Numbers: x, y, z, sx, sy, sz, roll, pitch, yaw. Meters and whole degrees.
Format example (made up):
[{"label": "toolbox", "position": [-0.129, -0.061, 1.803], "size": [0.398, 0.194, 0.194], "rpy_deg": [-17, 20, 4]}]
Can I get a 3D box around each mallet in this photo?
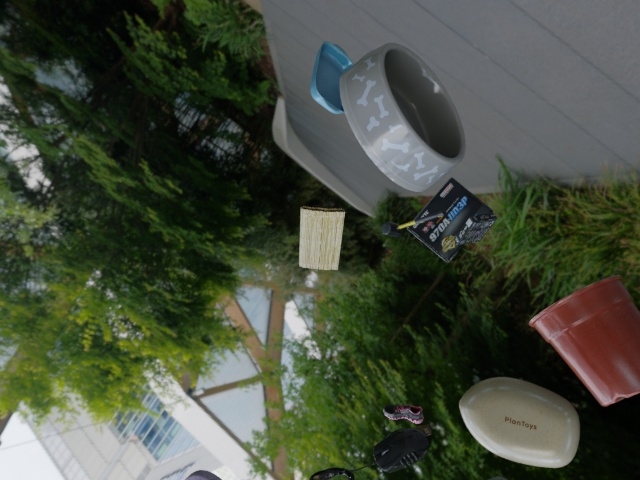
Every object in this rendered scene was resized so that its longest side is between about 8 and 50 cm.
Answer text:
[{"label": "mallet", "position": [0.244, -0.049, 1.137], "size": [0.062, 0.039, 0.190], "rpy_deg": [7, 161, -35]}]

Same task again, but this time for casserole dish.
[{"label": "casserole dish", "position": [0.026, -0.376, 0.994], "size": [0.114, 0.188, 0.037], "rpy_deg": [26, 152, -34]}]

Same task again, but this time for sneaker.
[{"label": "sneaker", "position": [0.247, 0.501, 1.256], "size": [0.120, 0.057, 0.047], "rpy_deg": [6, -142, 6]}]

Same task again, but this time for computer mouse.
[{"label": "computer mouse", "position": [0.092, 0.410, 0.795], "size": [0.071, 0.242, 0.041], "rpy_deg": [-122, 14, -58]}]

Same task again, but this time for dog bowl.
[{"label": "dog bowl", "position": [0.202, -0.288, 0.966], "size": [0.349, 0.102, 0.348], "rpy_deg": [23, -126, -36]}]

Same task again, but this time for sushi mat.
[{"label": "sushi mat", "position": [0.000, 0.000, 1.529], "size": [0.152, 0.316, 0.019], "rpy_deg": [5, -132, 0]}]

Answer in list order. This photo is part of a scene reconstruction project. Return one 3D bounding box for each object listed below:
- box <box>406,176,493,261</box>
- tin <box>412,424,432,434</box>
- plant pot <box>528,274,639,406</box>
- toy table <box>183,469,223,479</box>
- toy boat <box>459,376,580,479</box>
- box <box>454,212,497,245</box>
[{"label": "box", "position": [0.418, -0.066, 1.384], "size": [0.175, 0.220, 0.051], "rpy_deg": [41, -174, 4]}, {"label": "tin", "position": [0.340, 0.703, 1.540], "size": [0.190, 0.106, 0.040], "rpy_deg": [30, -149, -54]}, {"label": "plant pot", "position": [0.764, 0.277, 1.139], "size": [0.272, 0.272, 0.265], "rpy_deg": [30, -149, -54]}, {"label": "toy table", "position": [-0.279, 0.706, 0.976], "size": [0.274, 0.252, 0.161], "rpy_deg": [57, -167, 7]}, {"label": "toy boat", "position": [0.466, 0.500, 1.042], "size": [0.268, 0.318, 0.148], "rpy_deg": [13, 174, 29]}, {"label": "box", "position": [0.348, -0.025, 0.957], "size": [0.067, 0.083, 0.018], "rpy_deg": [-10, -125, -20]}]
